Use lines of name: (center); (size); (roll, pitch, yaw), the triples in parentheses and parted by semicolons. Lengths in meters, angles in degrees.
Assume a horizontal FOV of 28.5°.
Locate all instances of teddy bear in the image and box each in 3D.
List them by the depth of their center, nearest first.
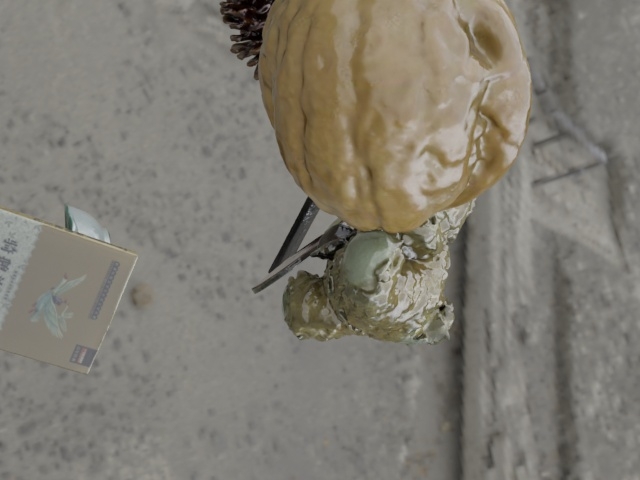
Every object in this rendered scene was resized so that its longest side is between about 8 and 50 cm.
teddy bear: (0.080, -0.016, 1.320); (0.156, 0.267, 0.256); (18, 74, -15)

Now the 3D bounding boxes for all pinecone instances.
pinecone: (-0.051, -0.221, 1.261); (0.102, 0.102, 0.109); (-49, 121, -50)

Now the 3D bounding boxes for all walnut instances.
walnut: (0.062, -0.129, 1.075); (0.257, 0.257, 0.224); (55, 38, -20)

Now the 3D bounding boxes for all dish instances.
dish: (-0.415, 0.047, 2.266); (0.078, 0.224, 0.246); (-3, 67, -14)

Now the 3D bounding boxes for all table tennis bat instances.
table tennis bat: (0.000, 0.000, 1.546); (0.022, 0.131, 0.234); (54, 44, -1)

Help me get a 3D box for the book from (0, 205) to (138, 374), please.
book: (-0.460, 0.066, 1.912); (0.310, 0.217, 0.021); (20, 12, -22)

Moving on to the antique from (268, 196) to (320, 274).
antique: (-0.034, -0.011, 1.885); (0.031, 0.192, 0.015); (-24, 64, -41)
